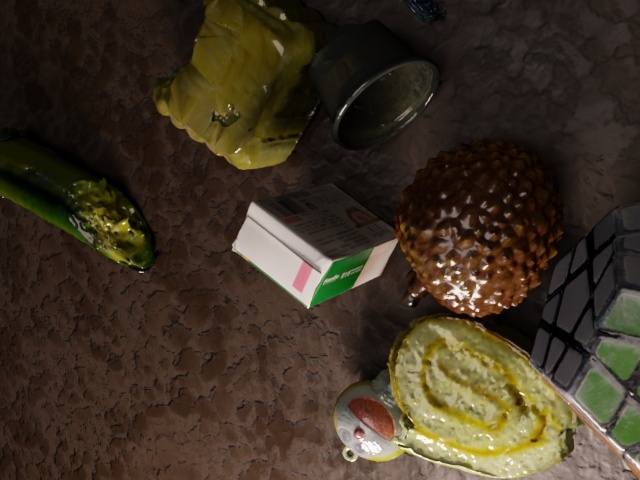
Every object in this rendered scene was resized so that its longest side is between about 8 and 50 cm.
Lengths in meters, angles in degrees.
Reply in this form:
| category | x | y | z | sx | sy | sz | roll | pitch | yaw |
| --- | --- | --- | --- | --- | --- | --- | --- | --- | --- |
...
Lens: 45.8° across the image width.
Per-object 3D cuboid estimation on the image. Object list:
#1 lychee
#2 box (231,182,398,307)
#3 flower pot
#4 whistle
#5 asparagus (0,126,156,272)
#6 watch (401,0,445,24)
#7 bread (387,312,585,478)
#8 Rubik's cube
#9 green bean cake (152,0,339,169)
| category | x | y | z | sx | sy | sz | roll | pitch | yaw |
| --- | --- | --- | --- | --- | --- | --- | --- | --- | --- |
| lychee | 0.178 | -0.009 | 0.903 | 0.238 | 0.200 | 0.200 | -47 | 76 | 17 |
| box | 0.000 | 0.000 | 1.002 | 0.135 | 0.199 | 0.081 | 37 | 119 | 21 |
| flower pot | 0.060 | -0.205 | 0.963 | 0.157 | 0.157 | 0.106 | -46 | 62 | 30 |
| whistle | 0.095 | 0.219 | 1.050 | 0.123 | 0.123 | 0.223 | 38 | 102 | 19 |
| asparagus | -0.434 | -0.075 | 1.302 | 0.382 | 0.108 | 0.128 | 27 | 112 | 21 |
| watch | 0.135 | -0.454 | 0.904 | 0.276 | 0.068 | 0.274 | -45 | 77 | 29 |
| bread | 0.203 | 0.195 | 0.948 | 0.257 | 0.124 | 0.185 | 22 | 96 | 7 |
| Rubik's cube | 0.375 | 0.105 | 0.762 | 0.264 | 0.319 | 0.318 | -2 | 100 | 58 |
| green bean cake | -0.115 | -0.244 | 1.064 | 0.233 | 0.124 | 0.236 | 39 | 118 | 18 |
